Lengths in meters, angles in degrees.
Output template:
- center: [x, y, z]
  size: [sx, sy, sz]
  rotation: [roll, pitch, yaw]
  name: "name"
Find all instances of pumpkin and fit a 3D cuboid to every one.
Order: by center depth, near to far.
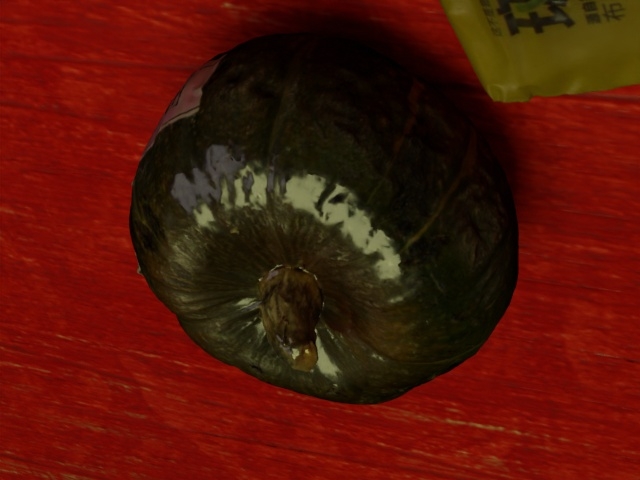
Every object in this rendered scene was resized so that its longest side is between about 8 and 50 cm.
- center: [-0.001, 0.003, 1.017]
  size: [0.260, 0.189, 0.260]
  rotation: [14, 145, 10]
  name: "pumpkin"

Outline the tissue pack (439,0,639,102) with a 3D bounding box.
- center: [0.092, -0.216, 0.677]
  size: [0.134, 0.192, 0.271]
  rotation: [-2, 137, 30]
  name: "tissue pack"
